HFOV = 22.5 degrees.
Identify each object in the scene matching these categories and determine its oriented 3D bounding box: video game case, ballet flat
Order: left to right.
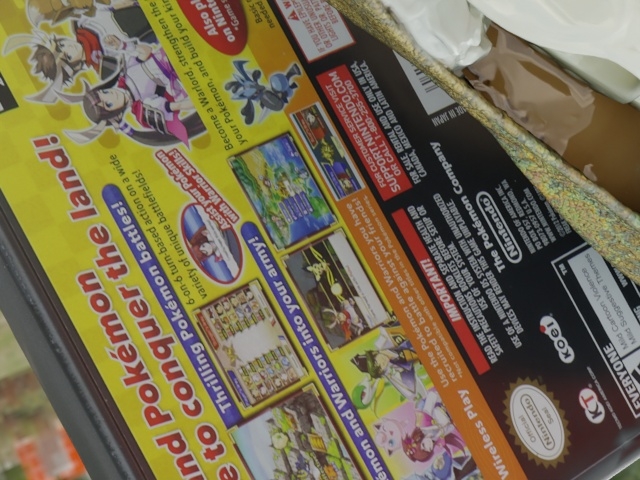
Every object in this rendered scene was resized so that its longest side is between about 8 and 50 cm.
[{"bbox_3d":[0.000,0.000,0.622,0.248,0.275,0.035,-27,176,-32],"label":"video game case"},{"bbox_3d":[0.120,-0.057,0.577,0.123,0.348,0.123,-48,-161,22],"label":"ballet flat"}]
